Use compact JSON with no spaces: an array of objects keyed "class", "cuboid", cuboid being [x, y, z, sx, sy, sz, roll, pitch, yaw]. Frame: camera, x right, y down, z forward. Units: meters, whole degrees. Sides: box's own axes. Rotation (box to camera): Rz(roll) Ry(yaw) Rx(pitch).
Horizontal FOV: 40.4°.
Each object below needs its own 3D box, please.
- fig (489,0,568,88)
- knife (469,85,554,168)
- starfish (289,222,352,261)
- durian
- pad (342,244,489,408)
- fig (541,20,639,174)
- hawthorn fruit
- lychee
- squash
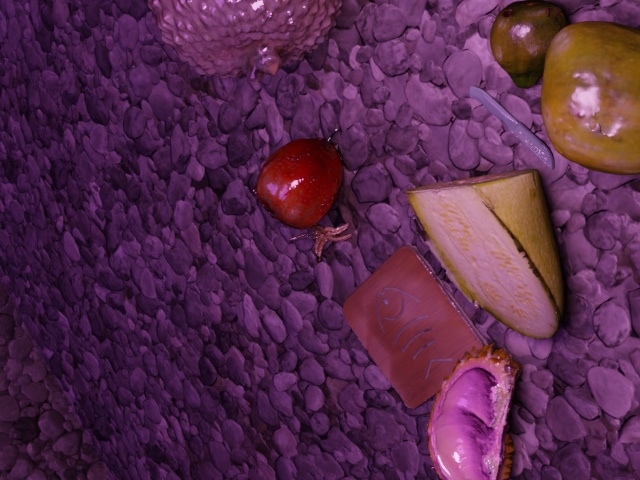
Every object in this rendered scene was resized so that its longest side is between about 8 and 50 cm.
[{"class":"fig","cuboid":[0.338,-0.313,1.423,0.123,0.123,0.156,22,132,37]},{"class":"knife","cuboid":[0.340,-0.204,1.533,0.210,0.015,0.028,46,125,20]},{"class":"starfish","cuboid":[-0.001,-0.005,1.914,0.133,0.041,0.130,8,143,-2]},{"class":"durian","cuboid":[0.313,0.355,1.716,0.191,0.112,0.341,17,109,49]},{"class":"pad","cuboid":[0.187,0.185,1.826,0.284,0.018,0.286,55,134,13]},{"class":"fig","cuboid":[0.466,-0.195,1.263,0.314,0.233,0.233,29,124,40]},{"class":"hawthorn fruit","cuboid":[-0.026,-0.135,1.810,0.235,0.181,0.181,-48,67,4]},{"class":"lychee","cuboid":[-0.150,-0.497,1.632,0.380,0.380,0.432,-30,70,46]},{"class":"squash","cuboid":[0.305,0.041,1.526,0.234,0.210,0.308,-1,101,56]}]
